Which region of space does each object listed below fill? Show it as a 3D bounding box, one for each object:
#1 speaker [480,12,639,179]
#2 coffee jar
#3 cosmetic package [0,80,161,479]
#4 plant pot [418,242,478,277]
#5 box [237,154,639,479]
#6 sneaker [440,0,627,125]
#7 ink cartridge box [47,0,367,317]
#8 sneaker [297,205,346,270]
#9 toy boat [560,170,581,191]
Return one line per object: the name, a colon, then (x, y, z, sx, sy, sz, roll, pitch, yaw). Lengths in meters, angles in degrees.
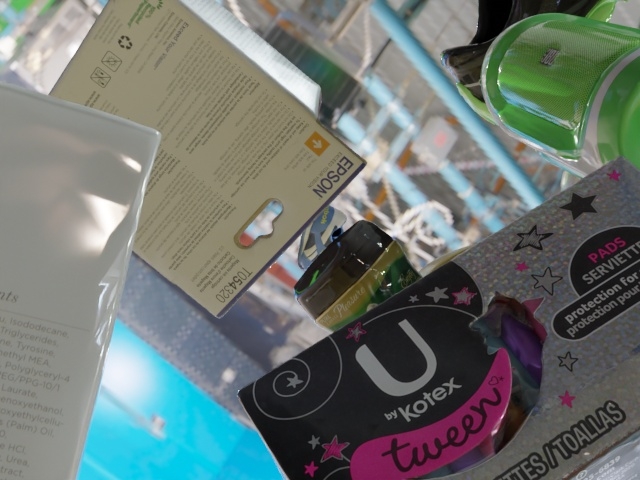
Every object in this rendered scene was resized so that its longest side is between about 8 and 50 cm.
speaker: (0.235, -0.120, 0.960, 0.131, 0.131, 0.296, 42, 4, -19)
coffee jar: (0.068, 0.072, 0.952, 0.184, 0.079, 0.096, 44, -50, -1)
cosmetic package: (-0.133, 0.065, 0.464, 0.085, 0.231, 0.117, 16, -17, -10)
plant pot: (0.176, 0.133, 1.309, 0.254, 0.254, 0.239, 37, -11, -8)
box: (0.107, 0.098, 0.603, 0.142, 0.247, 0.163, 50, -13, 39)
sneaker: (0.340, -0.399, 1.622, 0.202, 0.483, 0.185, 33, -7, -14)
ink cartridge box: (-0.153, -0.110, 1.320, 0.330, 0.071, 0.324, 39, -53, -8)
sneaker: (0.000, 0.000, 1.620, 0.059, 0.053, 0.144, 10, -34, -3)
toy boat: (0.376, -0.004, 1.119, 0.267, 0.148, 0.318, 1, -75, 27)
